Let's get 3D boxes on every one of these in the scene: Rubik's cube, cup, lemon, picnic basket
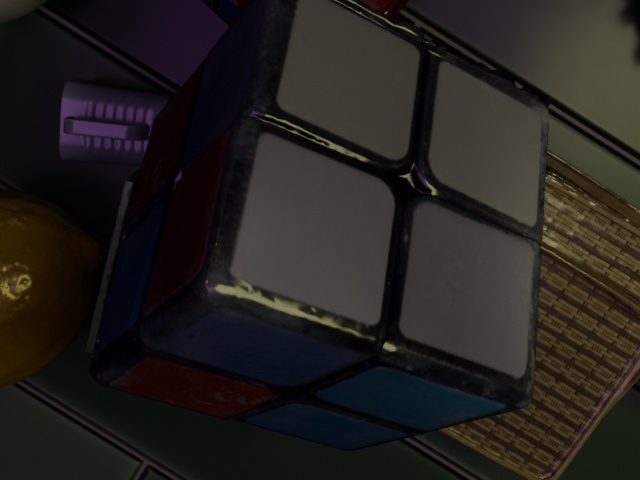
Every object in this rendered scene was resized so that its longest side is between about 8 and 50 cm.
[{"bbox_3d":[0.000,0.000,0.840,0.316,0.318,0.314,20,62,-22],"label":"Rubik's cube"},{"bbox_3d":[-0.238,-0.134,1.026,0.129,0.128,0.095,6,101,2],"label":"cup"},{"bbox_3d":[-0.393,0.060,1.033,0.236,0.236,0.263,43,81,-4],"label":"lemon"},{"bbox_3d":[0.236,0.077,0.985,0.228,0.175,0.313,31,103,-7],"label":"picnic basket"}]

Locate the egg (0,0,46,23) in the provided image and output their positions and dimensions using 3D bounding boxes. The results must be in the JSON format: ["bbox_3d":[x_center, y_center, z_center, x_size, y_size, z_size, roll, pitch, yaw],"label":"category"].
[{"bbox_3d":[-0.384,-0.317,0.989,0.209,0.151,0.151,-16,100,15],"label":"egg"}]

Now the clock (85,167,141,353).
[{"bbox_3d":[-0.129,0.055,1.073,0.255,0.106,0.220,17,105,-3],"label":"clock"}]

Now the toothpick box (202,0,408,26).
[{"bbox_3d":[-0.064,-0.330,0.927,0.333,0.204,0.204,43,103,-3],"label":"toothpick box"}]
